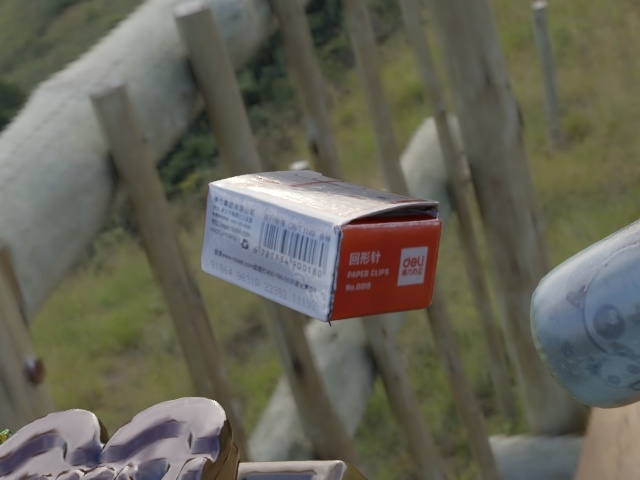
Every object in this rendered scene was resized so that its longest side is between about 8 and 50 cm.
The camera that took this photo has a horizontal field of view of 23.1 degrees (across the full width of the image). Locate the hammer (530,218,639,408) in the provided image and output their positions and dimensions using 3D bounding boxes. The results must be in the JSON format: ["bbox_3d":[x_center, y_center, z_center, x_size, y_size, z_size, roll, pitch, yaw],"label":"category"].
[{"bbox_3d":[0.292,0.113,1.044,0.202,0.305,0.113,-32,8,41],"label":"hammer"}]

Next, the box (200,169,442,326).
[{"bbox_3d":[0.000,0.000,1.376,0.133,0.099,0.182,-6,18,-41],"label":"box"}]

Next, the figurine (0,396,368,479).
[{"bbox_3d":[-0.009,0.224,0.661,0.261,0.382,0.186,-2,36,39],"label":"figurine"}]

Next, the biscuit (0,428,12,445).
[{"bbox_3d":[-0.312,0.230,1.582,0.016,0.089,0.046,-22,-4,14],"label":"biscuit"}]
